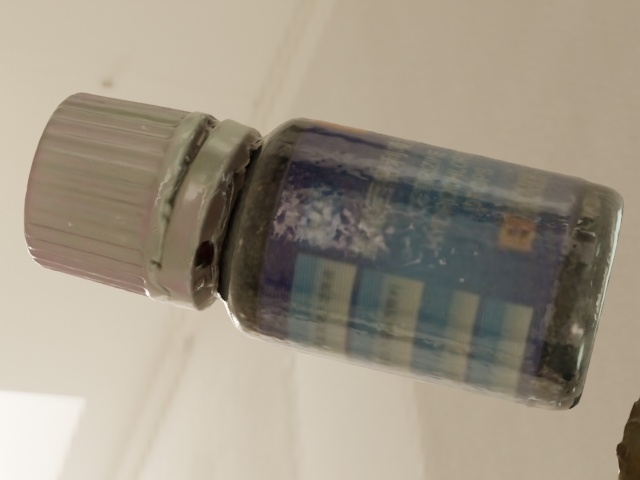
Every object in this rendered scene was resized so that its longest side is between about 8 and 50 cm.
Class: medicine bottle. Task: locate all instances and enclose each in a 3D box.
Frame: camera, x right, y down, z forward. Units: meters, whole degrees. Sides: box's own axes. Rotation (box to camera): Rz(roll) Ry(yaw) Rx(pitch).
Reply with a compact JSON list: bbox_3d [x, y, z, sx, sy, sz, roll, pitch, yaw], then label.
[{"bbox_3d":[0.000,0.000,0.619,0.083,0.203,0.083,12,90,-80],"label":"medicine bottle"}]

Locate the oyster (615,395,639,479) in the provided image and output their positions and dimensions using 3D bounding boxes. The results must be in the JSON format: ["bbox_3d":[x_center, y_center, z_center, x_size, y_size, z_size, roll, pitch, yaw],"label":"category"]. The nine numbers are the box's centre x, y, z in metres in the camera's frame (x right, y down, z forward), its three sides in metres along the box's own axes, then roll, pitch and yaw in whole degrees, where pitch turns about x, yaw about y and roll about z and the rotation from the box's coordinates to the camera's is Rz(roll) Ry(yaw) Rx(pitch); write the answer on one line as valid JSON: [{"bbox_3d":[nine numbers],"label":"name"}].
[{"bbox_3d":[0.236,0.129,1.020,0.204,0.111,0.396,107,-9,-62],"label":"oyster"}]
